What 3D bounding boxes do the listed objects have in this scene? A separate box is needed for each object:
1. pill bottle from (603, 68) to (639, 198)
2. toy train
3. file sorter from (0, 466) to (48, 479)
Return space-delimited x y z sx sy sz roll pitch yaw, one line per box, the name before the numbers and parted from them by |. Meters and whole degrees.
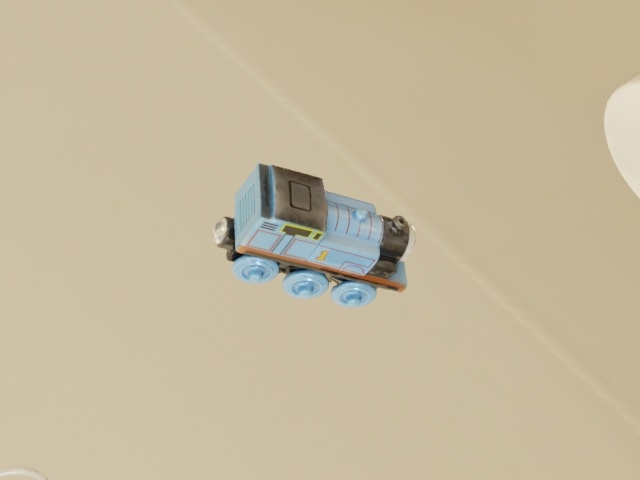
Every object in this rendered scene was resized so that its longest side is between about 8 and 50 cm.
pill bottle | 0.261 -0.097 0.787 0.208 0.119 0.119 -37 -114 -21
toy train | 0.000 0.000 1.270 0.184 0.105 0.080 15 -128 -23
file sorter | -0.301 0.352 1.228 0.193 0.173 0.277 -11 -144 -6
